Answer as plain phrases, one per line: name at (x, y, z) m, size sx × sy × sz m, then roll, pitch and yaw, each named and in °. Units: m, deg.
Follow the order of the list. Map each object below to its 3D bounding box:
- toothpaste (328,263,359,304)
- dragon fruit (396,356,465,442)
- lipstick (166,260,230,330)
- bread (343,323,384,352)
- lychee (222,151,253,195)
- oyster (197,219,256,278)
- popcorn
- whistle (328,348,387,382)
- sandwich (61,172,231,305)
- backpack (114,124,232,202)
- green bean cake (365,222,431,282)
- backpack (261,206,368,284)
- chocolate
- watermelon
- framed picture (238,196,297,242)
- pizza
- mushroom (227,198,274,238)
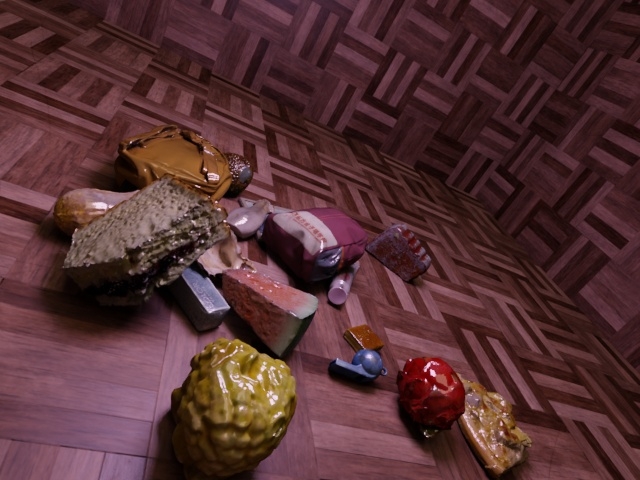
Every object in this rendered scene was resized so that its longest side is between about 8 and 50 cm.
toothpaste at (0.078, 0.119, 1.524) m, size 0.100 × 0.066 × 0.323 m, roll 30°, pitch 21°, yaw 0°
dragon fruit at (0.280, 0.386, 1.139) m, size 0.172 × 0.172 × 0.209 m, roll 15°, pitch 38°, yaw -30°
lipstick at (-0.332, 0.094, 1.099) m, size 0.289 × 0.076 × 0.077 m, roll 45°, pitch 27°, yaw 27°
bread at (0.126, 0.288, 1.298) m, size 0.094 × 0.035 × 0.090 m, roll -2°, pitch 41°, yaw -48°
lychee at (-0.331, -0.246, 1.630) m, size 0.171 × 0.171 × 0.171 m, roll 25°, pitch 26°, yaw -13°
oyster at (-0.266, 0.039, 1.183) m, size 0.107 × 0.161 × 0.233 m, roll 4°, pitch -26°, yaw 30°
popcorn at (-0.165, 0.306, 0.789) m, size 0.237 × 0.251 × 0.206 m, roll 10°, pitch -26°, yaw 51°
whistle at (0.105, 0.319, 1.166) m, size 0.158 × 0.090 × 0.090 m, roll 25°, pitch 26°, yaw -11°
sandwich at (-0.389, 0.001, 0.990) m, size 0.325 × 0.131 × 0.262 m, roll -41°, pitch 41°, yaw -22°
backpack at (-0.438, -0.215, 1.394) m, size 0.354 × 0.201 × 0.378 m, roll 27°, pitch 28°, yaw -6°
green bean cake at (0.318, 0.058, 1.816) m, size 0.232 × 0.198 × 0.097 m, roll 51°, pitch 37°, yaw 5°
backpack at (0.000, 0.000, 1.480) m, size 0.317 × 0.197 × 0.283 m, roll -15°, pitch 48°, yaw -43°
chocolate at (-0.505, -0.067, 1.138) m, size 0.309 × 0.134 × 0.134 m, roll 3°, pitch 38°, yaw -45°
watermelon at (-0.140, 0.159, 1.127) m, size 0.257 × 0.139 × 0.193 m, roll 32°, pitch 5°, yaw 12°
framed picture at (-0.122, -0.052, 1.656) m, size 0.335 × 0.022 × 0.247 m, roll 11°, pitch 32°, yaw -35°
pizza at (0.482, 0.507, 1.244) m, size 0.223 × 0.089 × 0.323 m, roll 19°, pitch 28°, yaw -17°
mushroom at (-0.231, -0.080, 1.479) m, size 0.116 × 0.093 × 0.225 m, roll 26°, pitch 41°, yaw 24°
